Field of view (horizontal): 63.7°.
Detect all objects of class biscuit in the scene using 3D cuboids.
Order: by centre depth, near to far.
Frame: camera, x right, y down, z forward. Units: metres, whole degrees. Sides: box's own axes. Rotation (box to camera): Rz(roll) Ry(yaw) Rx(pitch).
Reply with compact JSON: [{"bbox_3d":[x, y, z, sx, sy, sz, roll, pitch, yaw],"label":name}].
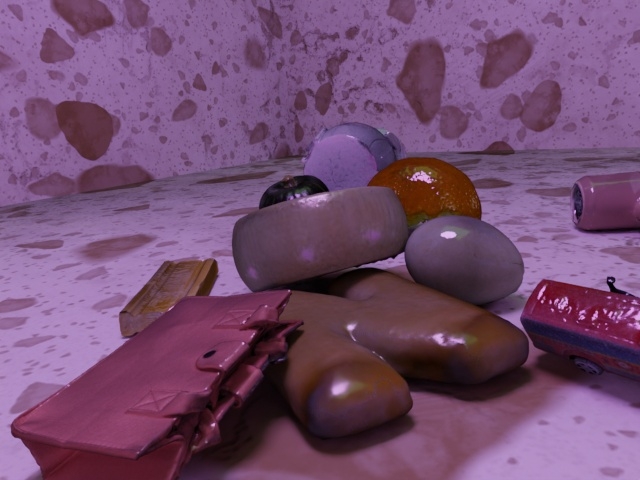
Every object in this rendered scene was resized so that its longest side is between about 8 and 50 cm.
[{"bbox_3d":[0.041,0.095,0.557,0.236,0.062,0.290,-12,14,-22],"label":"biscuit"}]

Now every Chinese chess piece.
[{"bbox_3d":[0.000,0.000,0.732,0.250,0.101,0.250,-14,-4,-1],"label":"Chinese chess piece"}]

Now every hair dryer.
[{"bbox_3d":[0.554,-0.032,0.845,0.189,0.107,0.344,-3,20,11],"label":"hair dryer"}]

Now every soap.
[{"bbox_3d":[-0.217,0.075,0.777,0.092,0.037,0.252,-4,13,-2],"label":"soap"}]

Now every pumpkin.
[{"bbox_3d":[-0.057,-0.083,1.164,0.167,0.125,0.167,-5,45,5],"label":"pumpkin"}]

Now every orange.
[{"bbox_3d":[0.197,-0.082,1.017,0.237,0.159,0.179,1,-2,27],"label":"orange"}]

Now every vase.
[{"bbox_3d":[0.109,-0.207,1.400,0.249,0.250,0.445,0,14,18],"label":"vase"}]

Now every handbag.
[{"bbox_3d":[-0.121,0.112,0.434,0.157,0.059,0.212,-10,19,30],"label":"handbag"}]

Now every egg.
[{"bbox_3d":[0.184,0.026,0.666,0.152,0.114,0.114,18,19,13],"label":"egg"}]

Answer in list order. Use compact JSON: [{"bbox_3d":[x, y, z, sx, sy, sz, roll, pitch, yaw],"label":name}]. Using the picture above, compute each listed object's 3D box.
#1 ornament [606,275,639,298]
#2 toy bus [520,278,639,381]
[{"bbox_3d":[0.319,0.072,0.496,0.073,0.028,0.125,15,-15,40],"label":"ornament"},{"bbox_3d":[0.271,0.086,0.440,0.192,0.077,0.065,12,62,55],"label":"toy bus"}]
